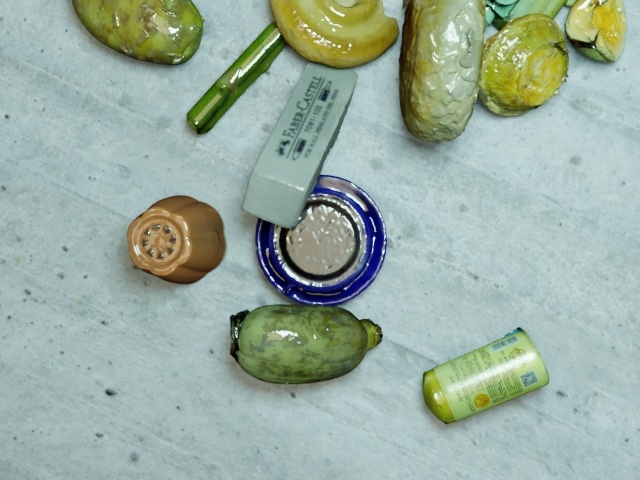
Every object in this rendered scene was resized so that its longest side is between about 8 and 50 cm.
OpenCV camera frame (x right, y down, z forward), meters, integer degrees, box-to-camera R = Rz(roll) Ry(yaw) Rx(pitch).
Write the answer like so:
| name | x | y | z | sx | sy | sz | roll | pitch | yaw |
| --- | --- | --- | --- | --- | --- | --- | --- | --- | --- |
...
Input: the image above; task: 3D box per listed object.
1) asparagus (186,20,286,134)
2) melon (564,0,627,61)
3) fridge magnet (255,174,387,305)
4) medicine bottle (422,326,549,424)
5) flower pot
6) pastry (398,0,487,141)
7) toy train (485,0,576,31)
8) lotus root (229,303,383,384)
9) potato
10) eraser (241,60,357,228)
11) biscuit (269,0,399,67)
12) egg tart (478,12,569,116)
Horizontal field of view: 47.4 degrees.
| name | x | y | z | sx | sy | sz | roll | pitch | yaw |
| --- | --- | --- | --- | --- | --- | --- | --- | --- | --- |
| asparagus | -0.168 | -0.330 | 1.482 | 0.277 | 0.067 | 0.060 | -46 | 58 | 1 |
| melon | 0.532 | -0.401 | 1.405 | 0.128 | 0.079 | 0.160 | 37 | 65 | -34 |
| fridge magnet | 0.000 | 0.000 | 1.449 | 0.266 | 0.112 | 0.265 | 0 | 90 | 3 |
| medicine bottle | 0.316 | 0.271 | 1.427 | 0.239 | 0.124 | 0.124 | -25 | 89 | 6 |
| flower pot | -0.297 | 0.002 | 1.449 | 0.191 | 0.173 | 0.190 | 0 | 93 | 7 |
| pastry | 0.216 | -0.338 | 1.328 | 0.137 | 0.329 | 0.329 | 3 | 92 | 2 |
| toy train | 0.419 | -0.525 | 1.411 | 0.190 | 0.126 | 0.307 | 34 | 95 | -29 |
| lotus root | -0.024 | 0.197 | 1.424 | 0.310 | 0.173 | 0.173 | 1 | 92 | -12 |
| potato | -0.371 | -0.458 | 1.458 | 0.298 | 0.141 | 0.176 | 26 | 85 | 4 |
| eraser | -0.034 | -0.195 | 1.409 | 0.112 | 0.077 | 0.352 | 22 | 63 | 3 |
| biscuit | 0.015 | -0.458 | 1.428 | 0.213 | 0.091 | 0.274 | -37 | 91 | -16 |
| egg tart | 0.390 | -0.321 | 1.372 | 0.213 | 0.090 | 0.212 | -13 | 128 | -17 |
